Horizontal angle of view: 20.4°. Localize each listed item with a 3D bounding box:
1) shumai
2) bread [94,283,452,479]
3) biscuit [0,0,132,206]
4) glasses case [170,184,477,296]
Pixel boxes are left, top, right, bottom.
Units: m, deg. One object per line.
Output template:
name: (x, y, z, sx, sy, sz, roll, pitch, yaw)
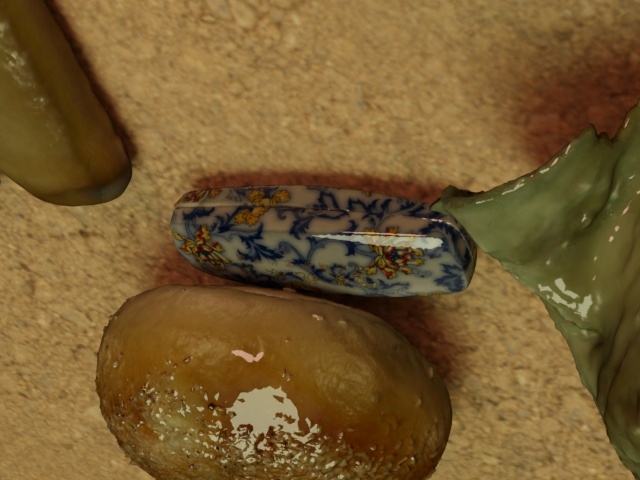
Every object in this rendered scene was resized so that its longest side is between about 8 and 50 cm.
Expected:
shumai: (0.228, 0.049, 1.213, 0.288, 0.292, 0.330, 16, 161, 23)
bread: (-0.044, 0.147, 1.484, 0.305, 0.159, 0.305, 12, 159, 5)
biscuit: (-0.295, -0.137, 1.400, 0.237, 0.062, 0.291, 1, 133, 27)
glasses case: (0.000, 0.000, 1.398, 0.248, 0.065, 0.087, 4, 141, 25)
